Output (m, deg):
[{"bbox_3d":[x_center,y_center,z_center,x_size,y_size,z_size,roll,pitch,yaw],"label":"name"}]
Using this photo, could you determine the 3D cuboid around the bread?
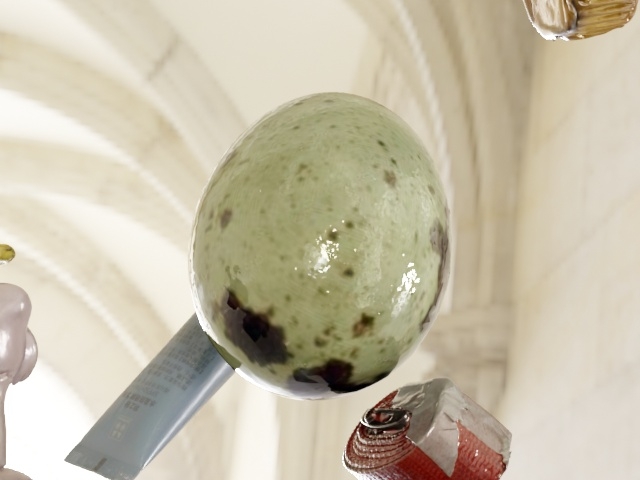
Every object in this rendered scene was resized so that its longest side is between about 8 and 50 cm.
[{"bbox_3d":[0.296,-0.329,2.180,0.104,0.199,0.199,-12,-13,-13],"label":"bread"}]

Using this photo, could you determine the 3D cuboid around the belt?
[{"bbox_3d":[0.105,0.218,2.022,0.124,0.128,0.201,41,-22,-15],"label":"belt"}]

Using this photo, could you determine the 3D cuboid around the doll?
[{"bbox_3d":[-0.329,0.180,1.874,0.094,0.365,0.160,-2,-8,22],"label":"doll"}]

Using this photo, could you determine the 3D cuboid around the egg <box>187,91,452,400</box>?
[{"bbox_3d":[0.000,0.000,2.083,0.287,0.379,0.288,0,-47,0],"label":"egg"}]

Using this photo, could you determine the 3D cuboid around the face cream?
[{"bbox_3d":[-0.141,0.138,2.265,0.135,0.385,0.086,12,-37,50],"label":"face cream"}]
